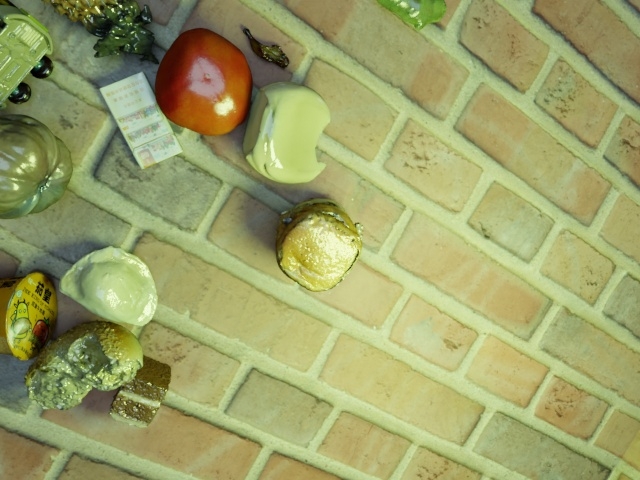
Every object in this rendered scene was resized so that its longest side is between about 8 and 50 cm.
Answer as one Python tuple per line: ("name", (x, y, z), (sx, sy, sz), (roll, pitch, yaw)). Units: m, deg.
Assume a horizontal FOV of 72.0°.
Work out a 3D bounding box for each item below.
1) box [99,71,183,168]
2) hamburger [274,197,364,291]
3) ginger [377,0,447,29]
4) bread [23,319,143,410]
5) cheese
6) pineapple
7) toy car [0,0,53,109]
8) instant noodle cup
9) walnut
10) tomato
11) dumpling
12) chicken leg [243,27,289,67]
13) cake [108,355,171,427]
("box", (-0.467, -0.312, 1.157), (0.122, 0.032, 0.220), (-26, 104, -7))
("hamburger", (0.003, 0.009, 1.224), (0.261, 0.211, 0.244), (-16, 110, -4))
("ginger", (0.223, -0.701, 1.218), (0.290, 0.089, 0.137), (36, 72, -12))
("bread", (-0.594, 0.294, 1.137), (0.314, 0.192, 0.171), (-22, 122, 18))
("cheese", (-0.086, -0.287, 1.183), (0.233, 0.127, 0.265), (8, 103, -42))
("pineapple", (-0.521, -0.562, 1.030), (0.223, 0.223, 0.357), (-38, 116, -4))
("toy car", (-0.776, -0.446, 1.008), (0.198, 0.204, 0.247), (38, 88, 8))
("instant noodle cup", (-0.791, 0.184, 1.089), (0.173, 0.216, 0.215), (2, 99, -4))
("walnut", (-0.716, -0.175, 1.014), (0.249, 0.248, 0.248), (-2, 100, -12))
("tomato", (-0.286, -0.395, 1.109), (0.260, 0.180, 0.259), (-3, 102, -14))
("dumpling", (-0.539, 0.121, 1.174), (0.252, 0.131, 0.179), (38, 66, -25))
("chicken leg", (-0.149, -0.518, 1.192), (0.145, 0.037, 0.062), (24, 71, -16))
("cake", (-0.502, 0.419, 1.225), (0.135, 0.135, 0.147), (30, 97, -16))
